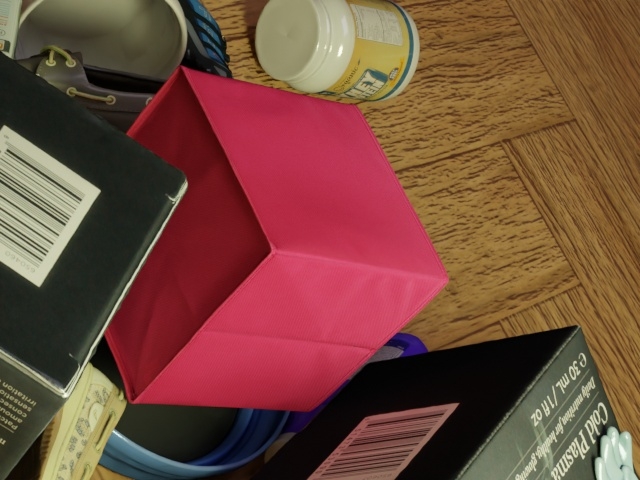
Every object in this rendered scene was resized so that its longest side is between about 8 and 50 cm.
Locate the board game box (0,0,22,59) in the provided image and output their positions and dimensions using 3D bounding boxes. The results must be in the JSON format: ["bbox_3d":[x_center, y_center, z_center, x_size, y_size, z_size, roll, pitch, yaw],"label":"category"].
[{"bbox_3d":[-0.432,-0.158,1.863,0.224,0.097,0.303,9,49,-9],"label":"board game box"}]

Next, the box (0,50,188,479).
[{"bbox_3d":[-0.330,0.089,1.577,0.212,0.395,0.293,34,40,-9],"label":"box"}]

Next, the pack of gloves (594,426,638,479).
[{"bbox_3d":[0.355,0.301,1.943,0.195,0.046,0.232,-10,82,-48],"label":"pack of gloves"}]

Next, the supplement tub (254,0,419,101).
[{"bbox_3d":[0.023,-0.268,2.487,0.199,0.144,0.144,3,60,-46],"label":"supplement tub"}]

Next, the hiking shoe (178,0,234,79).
[{"bbox_3d":[-0.146,-0.219,2.285,0.132,0.113,0.304,-25,82,-53],"label":"hiking shoe"}]

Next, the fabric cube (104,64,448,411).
[{"bbox_3d":[-0.076,0.009,1.910,0.258,0.259,0.254,7,46,-45],"label":"fabric cube"}]

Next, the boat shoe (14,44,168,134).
[{"bbox_3d":[-0.281,-0.170,2.057,0.305,0.091,0.109,16,15,-24],"label":"boat shoe"}]

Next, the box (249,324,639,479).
[{"bbox_3d":[0.145,0.411,1.875,0.480,0.297,0.472,-41,114,-53],"label":"box"}]

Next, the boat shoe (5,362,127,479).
[{"bbox_3d":[-0.253,0.237,1.744,0.089,0.104,0.285,36,50,-26],"label":"boat shoe"}]

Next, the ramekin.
[{"bbox_3d":[-0.263,-0.261,2.120,0.207,0.207,0.109,22,39,-36],"label":"ramekin"}]

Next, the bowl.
[{"bbox_3d":[-0.195,0.087,2.023,0.391,0.077,0.391,29,44,-32],"label":"bowl"}]

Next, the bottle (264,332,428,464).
[{"bbox_3d":[0.031,0.201,2.147,0.283,0.118,0.092,-38,111,-54],"label":"bottle"}]
